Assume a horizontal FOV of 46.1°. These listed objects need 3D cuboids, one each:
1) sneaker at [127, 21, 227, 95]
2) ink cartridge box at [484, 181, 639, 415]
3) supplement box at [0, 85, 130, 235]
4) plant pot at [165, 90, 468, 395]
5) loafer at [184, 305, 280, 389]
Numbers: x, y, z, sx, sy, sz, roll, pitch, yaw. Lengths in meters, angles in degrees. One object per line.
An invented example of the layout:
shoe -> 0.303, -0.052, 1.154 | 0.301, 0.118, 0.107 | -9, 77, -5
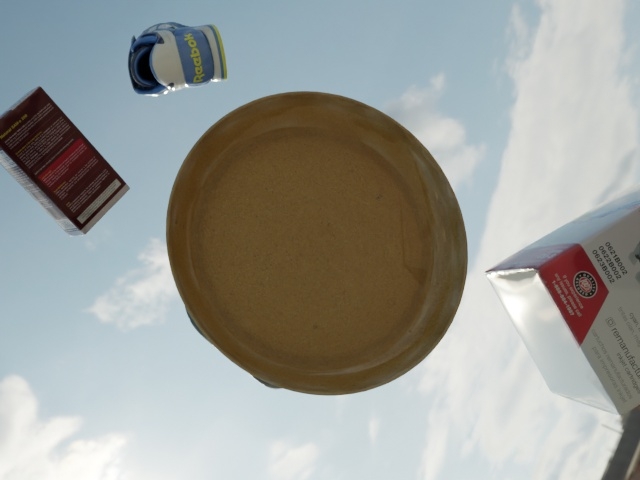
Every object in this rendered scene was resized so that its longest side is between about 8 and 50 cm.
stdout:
sneaker -> -0.126, -0.139, 0.580 | 0.059, 0.144, 0.053 | -23, -72, -28
ink cartridge box -> 0.255, 0.035, 0.612 | 0.176, 0.128, 0.127 | -30, -1, -8
supplement box -> -0.471, -0.136, 1.334 | 0.239, 0.073, 0.130 | 53, -123, -26
plant pot -> 0.000, 0.000, 0.576 | 0.236, 0.236, 0.032 | -55, 4, -22
loafer -> -0.085, 0.135, 1.065 | 0.084, 0.096, 0.267 | -32, -39, 9
